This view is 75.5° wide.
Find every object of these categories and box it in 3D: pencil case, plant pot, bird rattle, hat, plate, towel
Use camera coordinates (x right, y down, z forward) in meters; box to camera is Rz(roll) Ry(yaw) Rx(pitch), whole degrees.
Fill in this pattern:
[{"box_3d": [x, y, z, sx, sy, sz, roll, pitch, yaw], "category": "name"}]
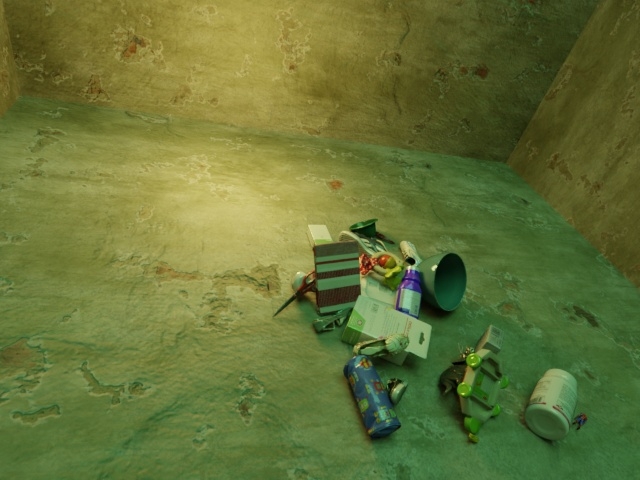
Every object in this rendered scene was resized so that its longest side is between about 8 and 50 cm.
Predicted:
[{"box_3d": [0.183, 0.587, 1.559, 0.120, 0.133, 0.306, 21, 30, -39], "category": "pencil case"}, {"box_3d": [0.584, 0.202, 2.120, 0.290, 0.289, 0.196, -19, 13, -38], "category": "plant pot"}, {"box_3d": [0.318, 0.134, 2.123, 0.254, 0.143, 0.207, 23, 41, 28], "category": "bird rattle"}, {"box_3d": [0.292, -0.020, 2.459, 0.209, 0.183, 0.173, -12, 13, 34], "category": "hat"}, {"box_3d": [0.322, 0.257, 2.098, 0.278, 0.045, 0.277, 17, 37, 1], "category": "plate"}, {"box_3d": [0.082, 0.170, 1.934, 0.237, 0.328, 0.037, -5, 4, -26], "category": "towel"}]

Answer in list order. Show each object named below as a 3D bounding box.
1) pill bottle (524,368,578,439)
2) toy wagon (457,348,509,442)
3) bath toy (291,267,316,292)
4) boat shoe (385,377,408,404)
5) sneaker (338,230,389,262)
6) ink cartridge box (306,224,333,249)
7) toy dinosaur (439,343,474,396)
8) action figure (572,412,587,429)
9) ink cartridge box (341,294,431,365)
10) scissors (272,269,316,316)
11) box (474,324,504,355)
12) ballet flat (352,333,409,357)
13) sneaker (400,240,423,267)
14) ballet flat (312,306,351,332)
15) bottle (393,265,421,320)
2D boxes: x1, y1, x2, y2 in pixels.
[{"box_3d": [0.971, 0.672, 1.724, 0.160, 0.160, 0.283, 36, 41, 23], "category": "pill bottle"}, {"box_3d": [0.628, 0.610, 1.632, 0.267, 0.068, 0.344, 38, 69, -32], "category": "toy wagon"}, {"box_3d": [0.007, 0.176, 2.013, 0.349, 0.151, 0.129, -15, 11, -28], "category": "bath toy"}, {"box_3d": [0.285, 0.573, 1.593, 0.070, 0.077, 0.219, 23, -4, 21], "category": "boat shoe"}, {"box_3d": [0.251, 0.042, 2.281, 0.321, 0.126, 0.127, 38, 46, 9], "category": "sneaker"}, {"box_3d": [0.000, 0.000, 2.285, 0.109, 0.062, 0.209, 0, 40, -21], "category": "ink cartridge box"}, {"box_3d": [0.580, 0.584, 1.746, 0.314, 0.120, 0.160, -29, 31, -33], "category": "toy dinosaur"}, {"box_3d": [1.110, 0.768, 1.766, 0.115, 0.030, 0.038, -11, 50, -39], "category": "action figure"}, {"box_3d": [0.294, 0.408, 1.828, 0.354, 0.119, 0.207, 22, 40, 7], "category": "ink cartridge box"}, {"box_3d": [-0.107, 0.232, 1.873, 0.297, 0.108, 0.021, -26, 17, -24], "category": "scissors"}, {"box_3d": [0.775, 0.484, 1.906, 0.072, 0.137, 0.126, 29, 39, 14], "category": "box"}, {"box_3d": [0.248, 0.438, 1.677, 0.241, 0.077, 0.091, -16, 81, 2], "category": "ballet flat"}, {"box_3d": [0.508, 0.082, 2.361, 0.086, 0.085, 0.237, 4, 37, -24], "category": "sneaker"}, {"box_3d": [0.060, 0.360, 1.859, 0.213, 0.072, 0.068, -14, 75, -34], "category": "ballet flat"}, {"box_3d": [0.425, 0.261, 1.988, 0.118, 0.092, 0.282, 16, 64, -4], "category": "bottle"}]
